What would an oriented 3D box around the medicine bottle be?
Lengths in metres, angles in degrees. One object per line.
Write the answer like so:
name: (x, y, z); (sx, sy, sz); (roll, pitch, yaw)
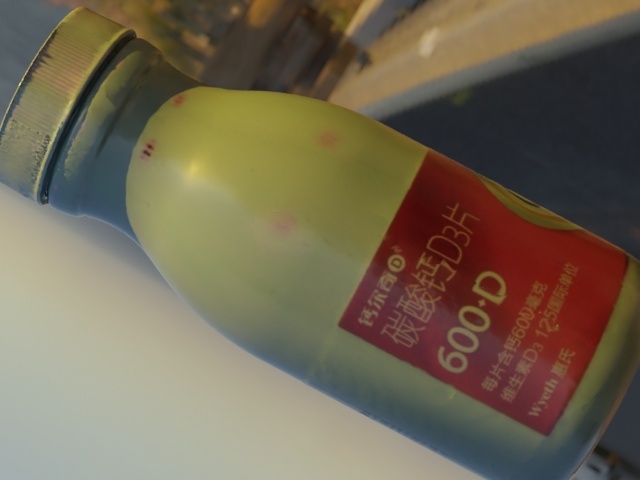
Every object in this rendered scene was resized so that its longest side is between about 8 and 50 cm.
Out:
medicine bottle: (0.000, 0.000, 0.546); (0.217, 0.090, 0.090); (28, 175, 1)
